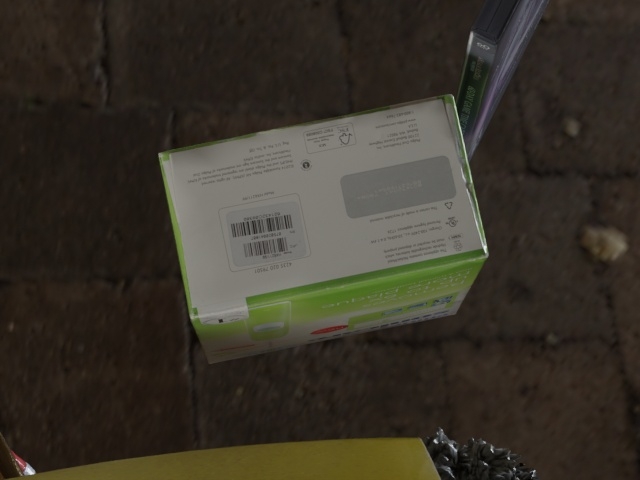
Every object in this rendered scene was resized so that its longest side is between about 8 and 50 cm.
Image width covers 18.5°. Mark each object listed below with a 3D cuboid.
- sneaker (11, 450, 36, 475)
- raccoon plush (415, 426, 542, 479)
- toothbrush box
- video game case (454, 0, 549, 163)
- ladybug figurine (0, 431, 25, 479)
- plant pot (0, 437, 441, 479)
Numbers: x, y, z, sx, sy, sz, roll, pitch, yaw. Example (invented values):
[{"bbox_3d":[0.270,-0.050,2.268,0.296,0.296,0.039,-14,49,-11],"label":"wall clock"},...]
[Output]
[{"bbox_3d":[-0.296,0.190,1.632,0.067,0.118,0.042,52,37,-19],"label":"sneaker"},{"bbox_3d":[0.129,0.398,1.835,0.216,0.446,0.299,-1,28,-3],"label":"raccoon plush"},{"bbox_3d":[0.000,0.000,1.438,0.206,0.283,0.122,-11,82,-3],"label":"toothbrush box"},{"bbox_3d":[0.150,-0.179,1.466,0.026,0.274,0.196,26,75,6],"label":"video game case"},{"bbox_3d":[-0.282,0.203,1.353,0.162,0.305,0.449,-29,91,-6],"label":"ladybug figurine"},{"bbox_3d":[-0.062,0.175,0.591,0.187,0.212,0.212,7,98,-5],"label":"plant pot"}]
